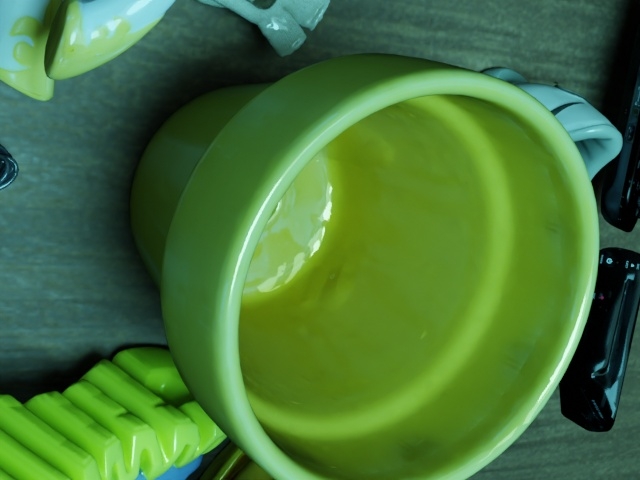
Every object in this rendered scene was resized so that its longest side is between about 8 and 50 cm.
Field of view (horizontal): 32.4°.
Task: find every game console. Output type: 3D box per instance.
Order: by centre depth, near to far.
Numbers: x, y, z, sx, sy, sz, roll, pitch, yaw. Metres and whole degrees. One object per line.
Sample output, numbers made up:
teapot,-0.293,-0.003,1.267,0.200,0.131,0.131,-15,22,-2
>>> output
game console,0.247,-0.030,0.888,0.213,0.044,0.361,21,81,-79

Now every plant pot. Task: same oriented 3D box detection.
plant pot,0.000,0.000,0.689,0.254,0.239,0.253,-11,113,-28

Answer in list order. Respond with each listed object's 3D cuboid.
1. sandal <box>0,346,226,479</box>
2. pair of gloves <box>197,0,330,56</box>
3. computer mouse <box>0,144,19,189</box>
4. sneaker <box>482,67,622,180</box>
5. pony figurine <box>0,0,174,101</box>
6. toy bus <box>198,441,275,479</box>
sandal,-0.181,0.162,0.671,0.317,0.126,0.138,-2,121,-52
pair of gloves,-0.027,-0.264,0.702,0.204,0.042,0.240,37,84,-35
computer mouse,-0.267,-0.074,0.618,0.106,0.042,0.193,-40,129,-9
sneaker,0.111,0.030,0.831,0.122,0.146,0.330,24,94,-37
pony figurine,-0.150,-0.261,0.510,0.351,0.302,0.363,28,110,-38
toy bus,0.023,0.241,0.784,0.220,0.211,0.149,42,76,-14
